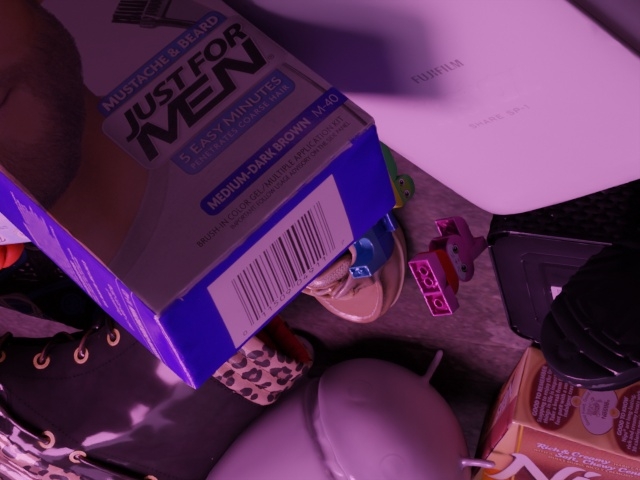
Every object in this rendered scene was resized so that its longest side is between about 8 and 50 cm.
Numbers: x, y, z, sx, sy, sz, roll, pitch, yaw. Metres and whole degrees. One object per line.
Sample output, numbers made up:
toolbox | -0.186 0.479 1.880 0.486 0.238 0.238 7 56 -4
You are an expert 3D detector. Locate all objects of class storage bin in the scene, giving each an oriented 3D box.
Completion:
storage bin | 0.207 0.010 1.479 0.122 0.084 0.180 7 151 18

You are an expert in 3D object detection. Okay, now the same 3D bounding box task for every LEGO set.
LEGO set | 0.044 -0.062 1.401 0.087 0.093 0.227 -9 113 43

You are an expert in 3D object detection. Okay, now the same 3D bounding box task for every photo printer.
photo printer | 0.099 -0.145 1.218 0.307 0.107 0.256 33 149 -29

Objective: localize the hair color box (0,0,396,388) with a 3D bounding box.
hair color box | -0.135 -0.084 1.225 0.339 0.185 0.110 39 163 30

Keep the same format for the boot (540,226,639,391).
boot | 0.278 0.059 1.384 0.094 0.246 0.207 37 164 35

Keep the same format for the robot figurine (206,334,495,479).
robot figurine | -0.001 0.245 1.834 0.353 0.300 0.200 -32 169 19

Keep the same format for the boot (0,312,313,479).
boot | -0.220 0.098 1.724 0.377 0.138 0.284 43 106 -5

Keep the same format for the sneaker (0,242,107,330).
sneaker | -0.268 0.036 1.827 0.211 0.080 0.081 19 175 -4

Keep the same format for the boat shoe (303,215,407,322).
boat shoe | 0.000 0.000 1.559 0.109 0.098 0.302 8 152 16

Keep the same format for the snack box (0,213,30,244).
snack box | -0.236 -0.097 1.390 0.174 0.207 0.070 -5 146 37

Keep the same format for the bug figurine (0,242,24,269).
bug figurine | -0.188 -0.031 1.505 0.279 0.216 0.072 -22 94 47

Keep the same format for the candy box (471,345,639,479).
candy box | 0.318 0.213 1.793 0.316 0.087 0.183 18 153 -1
